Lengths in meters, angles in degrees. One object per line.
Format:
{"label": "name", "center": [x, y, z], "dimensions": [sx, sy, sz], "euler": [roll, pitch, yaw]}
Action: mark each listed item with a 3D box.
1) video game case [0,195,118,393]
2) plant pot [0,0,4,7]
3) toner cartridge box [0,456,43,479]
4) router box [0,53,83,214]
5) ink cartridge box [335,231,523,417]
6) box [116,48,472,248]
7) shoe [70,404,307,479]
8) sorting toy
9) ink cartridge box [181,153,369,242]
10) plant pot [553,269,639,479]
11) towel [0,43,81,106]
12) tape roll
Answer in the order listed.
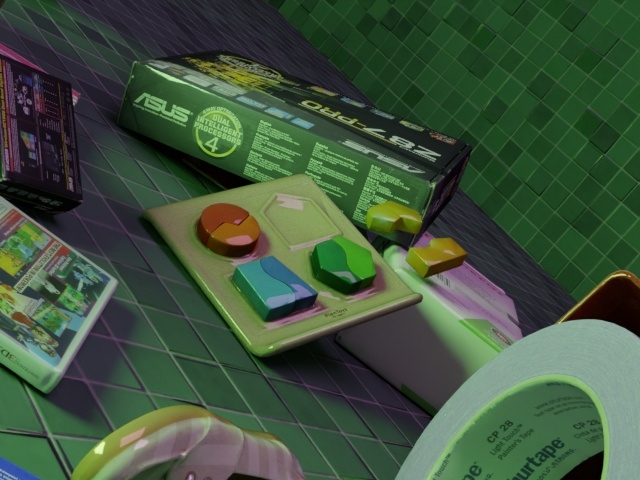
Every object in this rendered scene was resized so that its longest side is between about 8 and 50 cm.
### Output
{"label": "video game case", "center": [-0.242, 0.014, 0.808], "dimensions": [0.183, 0.023, 0.201], "euler": [37, 12, -9]}
{"label": "plant pot", "center": [-0.393, -0.330, 1.129], "dimensions": [0.263, 0.263, 0.229], "euler": [26, 36, -44]}
{"label": "toner cartridge box", "center": [-0.155, 0.136, 0.398], "dimensions": [0.348, 0.075, 0.165], "euler": [37, 10, -23]}
{"label": "router box", "center": [-0.253, -0.090, 0.963], "dimensions": [0.092, 0.038, 0.122], "euler": [21, 54, -55]}
{"label": "ink cartridge box", "center": [0.135, 0.094, 1.351], "dimensions": [0.198, 0.115, 0.273], "euler": [38, 14, -5]}
{"label": "box", "center": [-0.019, -0.133, 1.453], "dimensions": [0.394, 0.097, 0.318], "euler": [23, 19, 10]}
{"label": "shoe", "center": [-0.067, 0.151, 0.705], "dimensions": [0.058, 0.076, 0.219], "euler": [41, 10, 30]}
{"label": "sorting toy", "center": [0.000, 0.000, 1.165], "dimensions": [0.307, 0.041, 0.229], "euler": [-16, 49, -38]}
{"label": "ink cartridge box", "center": [-0.061, -0.096, 1.564], "dimensions": [0.261, 0.066, 0.296], "euler": [36, 14, -14]}
{"label": "plant pot", "center": [0.310, 0.242, 1.082], "dimensions": [0.236, 0.267, 0.267], "euler": [43, 7, -46]}
{"label": "towel", "center": [-0.323, -0.158, 1.150], "dimensions": [0.144, 0.029, 0.197], "euler": [33, 14, -14]}
{"label": "tape roll", "center": [0.142, 0.189, 0.712], "dimensions": [0.090, 0.275, 0.275], "euler": [35, 14, -17]}
